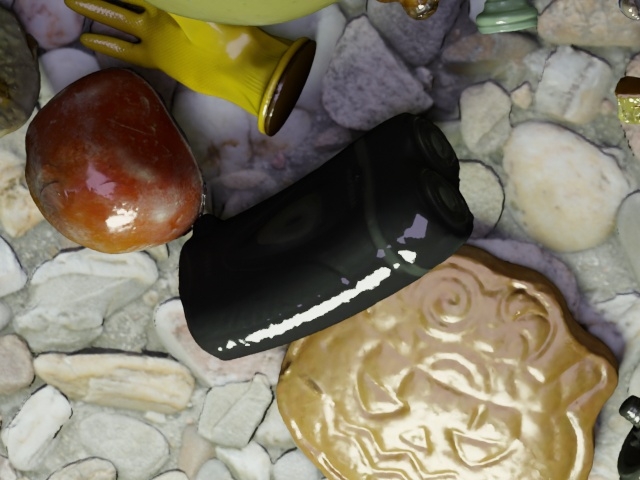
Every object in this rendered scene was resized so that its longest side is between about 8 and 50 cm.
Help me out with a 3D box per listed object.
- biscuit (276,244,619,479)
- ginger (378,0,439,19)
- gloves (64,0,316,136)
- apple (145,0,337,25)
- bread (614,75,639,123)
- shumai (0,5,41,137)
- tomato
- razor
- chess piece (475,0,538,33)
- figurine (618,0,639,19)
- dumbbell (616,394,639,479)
[{"bbox_3d":[0.146,0.183,2.030,0.385,0.062,0.365,24,113,2],"label":"biscuit"},{"bbox_3d":[0.094,-0.321,1.842,0.103,0.073,0.162,15,108,-8],"label":"ginger"},{"bbox_3d":[-0.160,-0.230,1.927,0.294,0.116,0.133,27,108,9],"label":"gloves"},{"bbox_3d":[-0.074,-0.431,1.618,0.473,0.473,0.473,5,112,11],"label":"apple"},{"bbox_3d":[0.426,-0.147,1.824,0.226,0.088,0.049,5,115,12],"label":"bread"},{"bbox_3d":[-0.422,-0.179,1.999,0.201,0.201,0.120,44,155,-6],"label":"shumai"},{"bbox_3d":[-0.249,-0.076,1.941,0.214,0.155,0.181,53,132,7],"label":"tomato"},{"bbox_3d":[0.002,0.001,1.923,0.349,0.204,0.113,-28,133,23],"label":"razor"},{"bbox_3d":[0.194,-0.275,1.842,0.067,0.067,0.103,-5,102,15],"label":"chess piece"},{"bbox_3d":[0.344,-0.311,1.763,0.274,0.133,0.194,31,132,-10],"label":"figurine"},{"bbox_3d":[0.452,0.264,1.924,0.290,0.192,0.192,36,115,-5],"label":"dumbbell"}]
